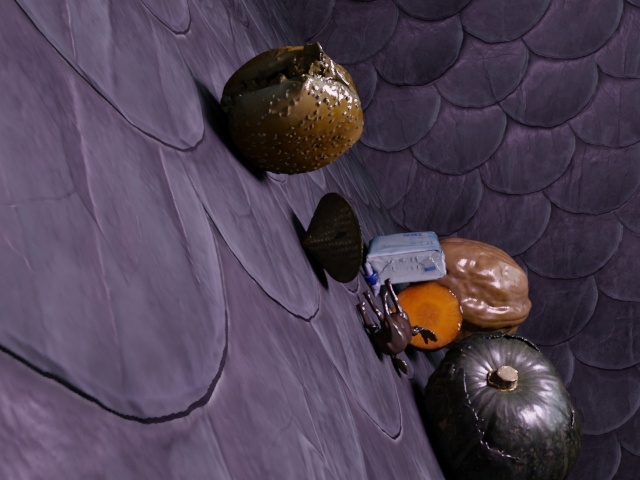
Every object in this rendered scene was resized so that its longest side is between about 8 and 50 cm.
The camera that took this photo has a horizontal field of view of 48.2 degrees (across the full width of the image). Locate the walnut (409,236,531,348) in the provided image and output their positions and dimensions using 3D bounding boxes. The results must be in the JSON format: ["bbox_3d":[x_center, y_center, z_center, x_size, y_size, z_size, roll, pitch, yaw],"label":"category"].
[{"bbox_3d":[0.403,0.149,1.947,0.306,0.343,0.306,-174,-90,-89],"label":"walnut"}]

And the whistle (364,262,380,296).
[{"bbox_3d":[0.112,0.085,1.562,0.033,0.029,0.083,-71,143,-55],"label":"whistle"}]

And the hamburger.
[{"bbox_3d":[-0.034,-0.167,1.006,0.215,0.189,0.122,51,25,-59],"label":"hamburger"}]

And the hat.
[{"bbox_3d":[0.000,0.000,1.110,0.146,0.067,0.146,25,-61,56],"label":"hat"}]

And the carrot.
[{"bbox_3d":[0.252,0.193,1.707,0.225,0.159,0.159,67,-1,-73],"label":"carrot"}]

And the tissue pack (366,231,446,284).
[{"bbox_3d":[0.203,0.042,1.721,0.263,0.177,0.089,-63,146,-78],"label":"tissue pack"}]

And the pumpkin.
[{"bbox_3d":[0.351,0.343,1.420,0.257,0.291,0.328,91,-26,-46],"label":"pumpkin"}]

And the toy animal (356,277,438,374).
[{"bbox_3d":[0.142,0.171,1.349,0.186,0.093,0.214,58,17,-4],"label":"toy animal"}]
